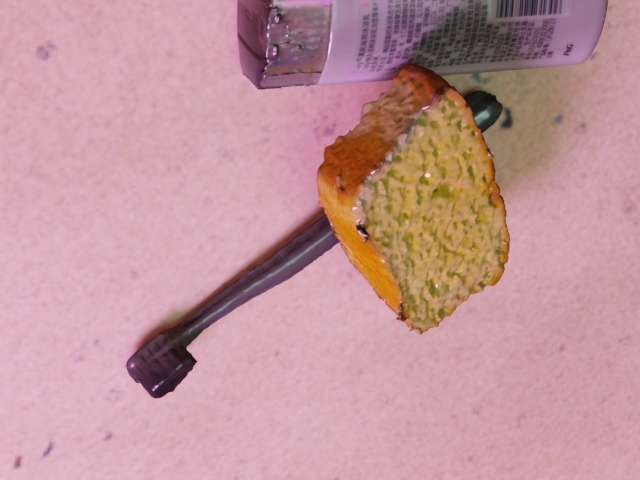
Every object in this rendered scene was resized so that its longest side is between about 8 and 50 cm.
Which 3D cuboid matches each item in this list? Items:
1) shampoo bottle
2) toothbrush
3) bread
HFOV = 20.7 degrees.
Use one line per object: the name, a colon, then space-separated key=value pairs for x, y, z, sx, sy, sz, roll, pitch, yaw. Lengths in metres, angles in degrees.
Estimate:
shampoo bottle: x=0.064 y=-0.141 z=1.064 sx=0.227 sy=0.056 sz=0.086 roll=-8 pitch=119 yaw=-21
toothbrush: x=0.000 y=0.000 z=1.122 sx=0.297 sy=0.030 sz=0.030 roll=-38 pitch=150 yaw=-5
bread: x=0.058 y=-0.025 z=1.077 sx=0.103 sy=0.065 sz=0.187 roll=-39 pitch=144 yaw=-8
